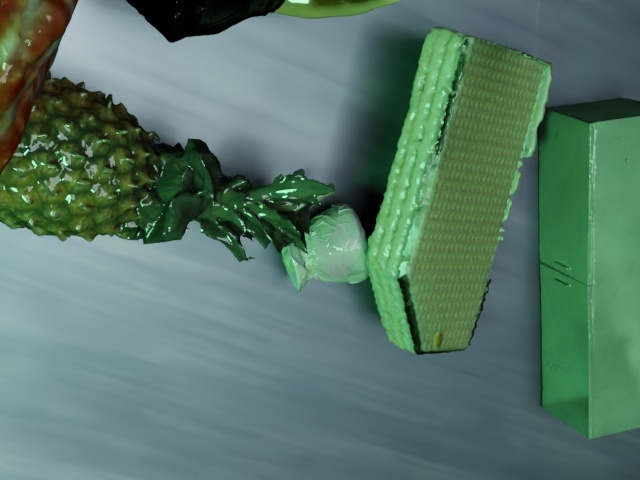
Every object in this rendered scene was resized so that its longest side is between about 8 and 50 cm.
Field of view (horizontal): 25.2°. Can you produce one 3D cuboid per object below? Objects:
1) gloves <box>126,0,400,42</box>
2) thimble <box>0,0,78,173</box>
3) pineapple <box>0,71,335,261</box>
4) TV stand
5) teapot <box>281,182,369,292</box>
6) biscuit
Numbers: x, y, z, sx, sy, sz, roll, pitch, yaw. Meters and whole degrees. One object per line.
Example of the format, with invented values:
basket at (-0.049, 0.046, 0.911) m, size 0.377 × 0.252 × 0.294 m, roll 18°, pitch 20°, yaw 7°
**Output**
gloves at (-0.007, -0.247, 0.991) m, size 0.301 × 0.152 × 0.197 m, roll -9°, pitch 128°, yaw -27°
thimble at (-0.295, -0.184, 0.790) m, size 0.350 × 0.230 × 0.350 m, roll 1°, pitch 126°, yaw 1°
pineapple at (-0.117, -0.043, 1.017) m, size 0.251 × 0.125 × 0.125 m, roll 12°, pitch 99°, yaw -19°
TV stand at (0.239, 0.022, 1.200) m, size 0.088 × 0.083 × 0.269 m, roll -9°, pitch 106°, yaw -22°
teapot at (0.000, 0.000, 1.107) m, size 0.064 × 0.064 × 0.083 m, roll -18°, pitch 115°, yaw -8°
biscuit at (0.100, -0.033, 1.116) m, size 0.150 × 0.052 × 0.252 m, roll 1°, pitch 106°, yaw -55°
